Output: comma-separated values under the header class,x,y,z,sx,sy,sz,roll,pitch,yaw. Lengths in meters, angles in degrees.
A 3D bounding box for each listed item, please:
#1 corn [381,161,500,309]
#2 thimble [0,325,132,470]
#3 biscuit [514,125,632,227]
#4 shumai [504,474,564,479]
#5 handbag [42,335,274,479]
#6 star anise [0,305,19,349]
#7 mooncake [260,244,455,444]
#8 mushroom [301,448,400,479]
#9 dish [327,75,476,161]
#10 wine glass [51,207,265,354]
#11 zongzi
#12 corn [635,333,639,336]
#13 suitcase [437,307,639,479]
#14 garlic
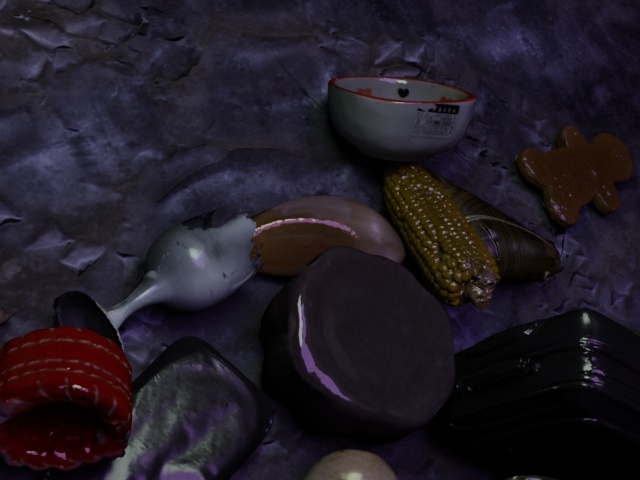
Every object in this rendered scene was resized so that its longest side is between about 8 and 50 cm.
class,x,y,z,sx,sy,sz,roll,pitch,yaw
corn,0.196,-0.012,1.881,0.119,0.119,0.322,0,48,-32
thimble,-0.333,0.200,1.419,0.189,0.163,0.125,-2,41,-9
biscuit,0.516,-0.132,2.227,0.301,0.049,0.197,-26,86,-38
shumai,0.335,0.493,1.700,0.255,0.189,0.218,22,54,-14
handbag,-0.217,0.290,1.530,0.191,0.075,0.332,43,55,0
star anise,-0.475,0.121,1.465,0.182,0.065,0.195,-7,67,-34
mooncake,0.053,0.167,1.715,0.306,0.154,0.306,14,59,-24
mushroom,0.043,0.386,1.616,0.166,0.127,0.166,3,57,-4
dish,0.134,-0.206,1.937,0.256,0.256,0.117,-7,112,-34
wine glass,-0.221,0.065,1.611,0.143,0.143,0.321,52,49,1
zongzi,0.314,-0.031,2.017,0.247,0.111,0.241,1,59,-37
corn,0.510,0.216,2.013,0.312,0.102,0.102,-5,69,-37
suitcase,0.381,0.253,1.741,0.339,0.345,0.188,30,56,-25
garlic,0.000,-0.009,1.818,0.318,0.112,0.143,-4,71,-22
